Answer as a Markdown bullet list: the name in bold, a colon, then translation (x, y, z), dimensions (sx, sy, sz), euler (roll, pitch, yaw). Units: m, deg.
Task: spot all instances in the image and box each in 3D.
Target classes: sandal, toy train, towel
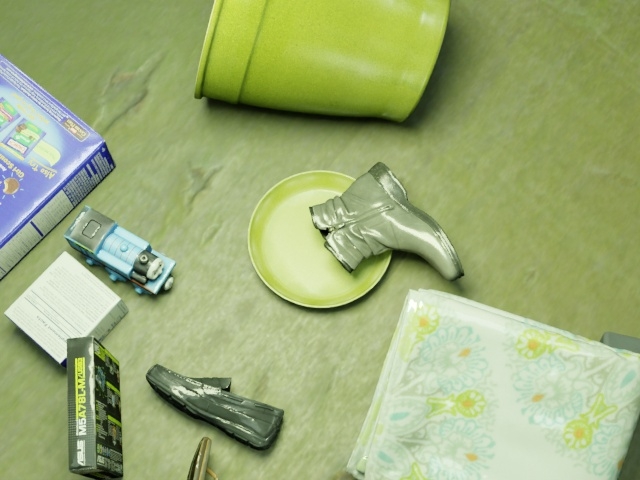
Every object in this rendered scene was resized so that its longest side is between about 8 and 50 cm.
- **sandal**: translation (-0.168, 0.403, 1.234), dimensions (0.060, 0.090, 0.219), euler (5, 68, -16)
- **toy train**: translation (-0.321, 0.021, 1.351), dimensions (0.184, 0.105, 0.080), euler (29, 73, 9)
- **towel**: translation (0.255, 0.267, 1.220), dimensions (0.374, 0.090, 0.321), euler (18, 98, 5)

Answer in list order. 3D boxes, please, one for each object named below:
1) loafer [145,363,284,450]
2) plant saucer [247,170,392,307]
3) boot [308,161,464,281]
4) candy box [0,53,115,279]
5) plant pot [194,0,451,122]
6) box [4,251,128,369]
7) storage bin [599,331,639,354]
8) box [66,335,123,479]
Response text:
- **loafer**: translation (-0.163, 0.244, 1.295), dimensions (0.223, 0.076, 0.078), euler (27, 67, 3)
- **plant saucer**: translation (0.000, 0.000, 1.399), dimensions (0.240, 0.037, 0.241), euler (0, 70, 0)
- **boot**: translation (0.102, 0.005, 1.348), dimensions (0.161, 0.083, 0.246), euler (-37, 70, -6)
- **candy box**: translation (-0.549, -0.112, 1.387), dimensions (0.268, 0.122, 0.317), euler (39, 74, 11)
- **plant pot**: translation (0.013, -0.360, 1.385), dimensions (0.353, 0.366, 0.367), euler (16, 71, -7)
- **box**: translation (-0.402, 0.114, 1.335), dimensions (0.126, 0.072, 0.137), euler (38, 74, 11)
- **storage bin**: translation (0.489, 0.206, 1.312), dimensions (0.135, 0.098, 0.091), euler (13, 43, 4)
- **box**: translation (-0.328, 0.250, 1.227), dimensions (0.045, 0.191, 0.184), euler (-8, 72, -4)
